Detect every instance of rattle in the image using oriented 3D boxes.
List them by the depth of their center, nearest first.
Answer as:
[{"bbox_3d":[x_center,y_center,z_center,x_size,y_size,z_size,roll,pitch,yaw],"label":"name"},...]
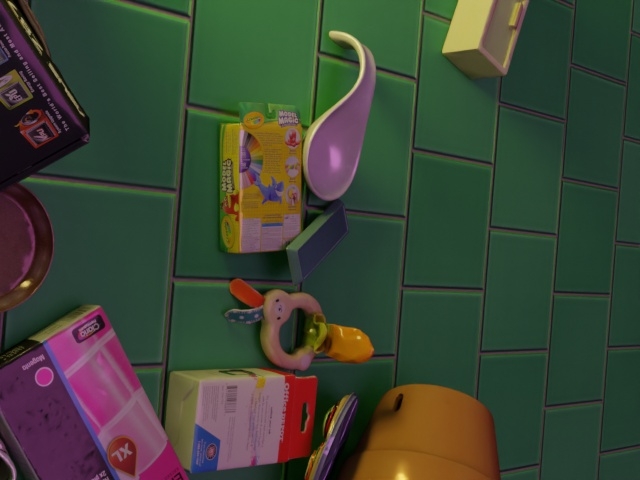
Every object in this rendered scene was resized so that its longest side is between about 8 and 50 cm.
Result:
[{"bbox_3d":[-0.036,0.132,1.427,0.130,0.142,0.200,-48,131,-9],"label":"rattle"}]

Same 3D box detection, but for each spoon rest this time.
[{"bbox_3d":[0.032,-0.200,1.496,0.137,0.084,0.276,21,77,-52],"label":"spoon rest"}]

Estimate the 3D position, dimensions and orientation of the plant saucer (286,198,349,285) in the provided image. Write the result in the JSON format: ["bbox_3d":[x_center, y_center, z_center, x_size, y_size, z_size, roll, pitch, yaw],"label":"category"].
[{"bbox_3d":[0.000,0.000,1.486,0.192,0.018,0.067,-47,133,-54],"label":"plant saucer"}]

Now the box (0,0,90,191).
[{"bbox_3d":[-0.467,-0.196,0.922,0.318,0.097,0.395,-28,117,-1],"label":"box"}]

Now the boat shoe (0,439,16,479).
[{"bbox_3d":[-0.453,0.201,1.057,0.277,0.096,0.098,44,64,-36],"label":"boat shoe"}]

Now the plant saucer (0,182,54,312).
[{"bbox_3d":[-0.406,0.005,1.135,0.168,0.029,0.169,-3,95,-43],"label":"plant saucer"}]

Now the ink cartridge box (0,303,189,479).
[{"bbox_3d":[-0.289,0.284,1.215,0.175,0.069,0.371,-34,110,-35],"label":"ink cartridge box"}]

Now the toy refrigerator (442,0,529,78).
[{"bbox_3d":[0.329,-0.449,1.761,0.102,0.094,0.270,32,71,-40],"label":"toy refrigerator"}]

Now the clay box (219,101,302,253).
[{"bbox_3d":[-0.090,-0.094,1.413,0.127,0.053,0.222,-3,95,-45],"label":"clay box"}]

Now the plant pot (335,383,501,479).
[{"bbox_3d":[0.178,0.377,1.569,0.291,0.290,0.204,46,45,-36],"label":"plant pot"}]

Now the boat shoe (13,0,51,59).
[{"bbox_3d":[-0.409,-0.316,1.025,0.355,0.130,0.132,60,38,-32],"label":"boat shoe"}]

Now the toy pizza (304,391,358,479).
[{"bbox_3d":[0.011,0.335,1.498,0.201,0.032,0.201,21,90,-78],"label":"toy pizza"}]

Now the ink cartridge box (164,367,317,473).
[{"bbox_3d":[-0.116,0.263,1.395,0.231,0.078,0.134,6,90,-44],"label":"ink cartridge box"}]
